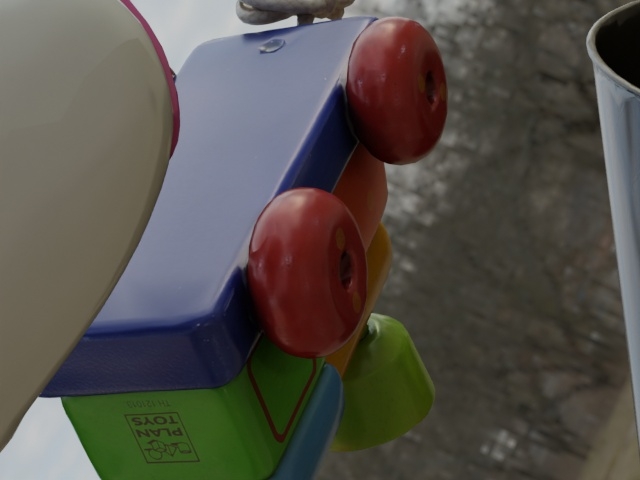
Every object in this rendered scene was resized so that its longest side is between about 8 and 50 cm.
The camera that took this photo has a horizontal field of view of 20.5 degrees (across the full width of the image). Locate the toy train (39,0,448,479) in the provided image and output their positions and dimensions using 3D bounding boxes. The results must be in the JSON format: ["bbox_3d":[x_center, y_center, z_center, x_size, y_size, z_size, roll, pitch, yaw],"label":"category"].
[{"bbox_3d":[0.000,0.000,0.547,0.248,0.105,0.143,-64,-39,-50],"label":"toy train"}]

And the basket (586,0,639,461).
[{"bbox_3d":[0.187,0.042,0.637,0.154,0.204,0.227,-24,-57,-37],"label":"basket"}]

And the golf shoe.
[{"bbox_3d":[-0.134,0.047,0.299,0.306,0.115,0.140,-40,14,-21],"label":"golf shoe"}]
